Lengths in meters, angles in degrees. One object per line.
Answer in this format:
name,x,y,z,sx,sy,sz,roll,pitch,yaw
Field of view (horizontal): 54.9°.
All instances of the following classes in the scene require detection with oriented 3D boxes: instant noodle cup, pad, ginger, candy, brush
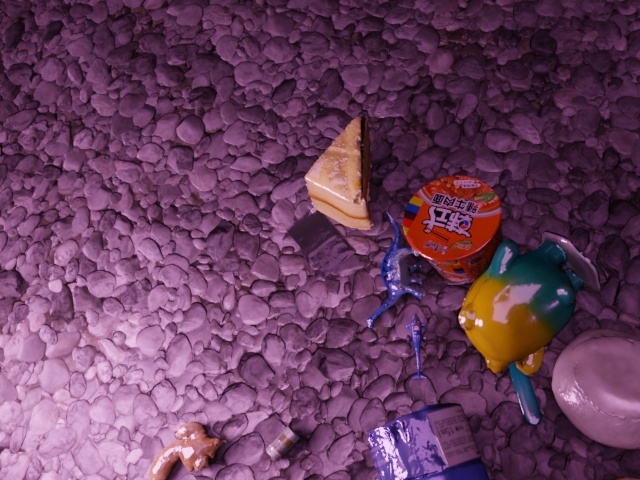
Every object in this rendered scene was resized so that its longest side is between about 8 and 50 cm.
instant noodle cup,0.359,-0.018,1.600,0.250,0.192,0.251,-12,58,20
pad,0.000,0.000,1.782,0.116,0.004,0.193,-39,71,-4
ginger,-0.361,0.572,1.627,0.133,0.059,0.214,39,81,23
candy,0.697,0.353,1.454,0.295,0.185,0.296,-11,58,18
brush,0.514,0.375,1.562,0.043,0.032,0.194,-15,58,9

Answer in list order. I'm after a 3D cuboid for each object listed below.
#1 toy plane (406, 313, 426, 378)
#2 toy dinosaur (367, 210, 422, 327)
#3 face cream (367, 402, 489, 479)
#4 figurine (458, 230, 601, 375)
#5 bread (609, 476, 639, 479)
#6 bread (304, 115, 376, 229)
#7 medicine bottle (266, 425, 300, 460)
toy plane,0.254,0.278,1.620,0.054,0.062,0.167,-4,82,8
toy dinosaur,0.222,0.087,1.680,0.144,0.076,0.329,8,84,19
face cream,0.252,0.521,1.443,0.248,0.249,0.225,-18,65,4
figurine,0.503,0.156,1.522,0.340,0.231,0.324,-41,105,-9
bread,0.676,0.652,1.382,0.106,0.140,0.237,12,72,17
bread,0.108,-0.179,1.688,0.198,0.263,0.236,30,79,14
medicine bottle,-0.098,0.528,1.603,0.047,0.047,0.083,42,82,19
